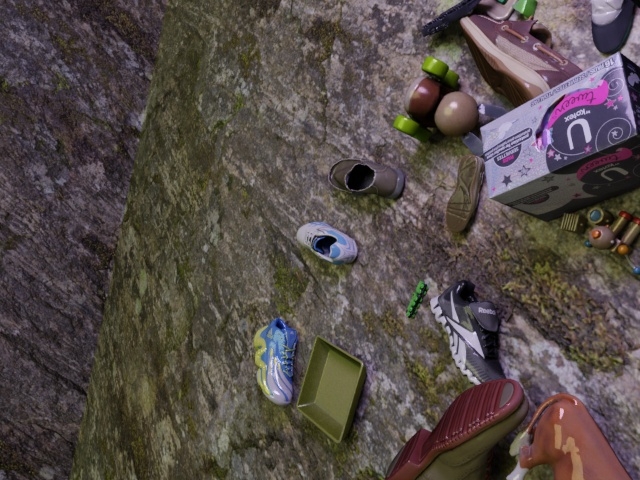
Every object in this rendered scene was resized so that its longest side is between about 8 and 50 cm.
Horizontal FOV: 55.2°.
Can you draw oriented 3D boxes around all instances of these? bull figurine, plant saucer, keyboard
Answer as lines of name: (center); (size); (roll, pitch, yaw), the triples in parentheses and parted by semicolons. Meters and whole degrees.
bull figurine: (0.381, 0.375, 0.852); (0.188, 0.101, 0.310); (-51, 43, 34)
plant saucer: (0.033, 0.335, 1.394); (0.188, 0.045, 0.188); (21, 96, 55)
keyboard: (0.270, -0.470, 1.275); (0.108, 0.023, 0.180); (-45, 15, -13)

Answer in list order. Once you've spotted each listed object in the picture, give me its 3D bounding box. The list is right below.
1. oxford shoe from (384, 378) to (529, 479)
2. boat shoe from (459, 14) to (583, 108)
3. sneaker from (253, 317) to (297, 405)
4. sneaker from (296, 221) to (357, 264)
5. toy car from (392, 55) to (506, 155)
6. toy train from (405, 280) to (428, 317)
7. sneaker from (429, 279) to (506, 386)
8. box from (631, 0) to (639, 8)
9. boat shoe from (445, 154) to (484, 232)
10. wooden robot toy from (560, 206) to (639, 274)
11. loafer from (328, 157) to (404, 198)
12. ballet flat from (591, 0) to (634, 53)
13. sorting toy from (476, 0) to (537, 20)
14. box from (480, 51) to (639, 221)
oxford shoe: (0.249, 0.351, 1.028); (0.130, 0.123, 0.348); (39, 133, 4)
boat shoe: (0.368, -0.342, 1.124); (0.123, 0.123, 0.342); (-30, 38, 9)
sneaker: (-0.107, 0.296, 1.561); (0.126, 0.091, 0.240); (-55, 40, 26)
sneaker: (0.000, 0.000, 1.518); (0.237, 0.086, 0.085); (22, 98, 56)
toy car: (0.270, -0.253, 1.227); (0.188, 0.149, 0.155); (32, 104, 25)
toy train: (0.197, 0.122, 1.264); (0.083, 0.017, 0.024); (-66, 27, 14)
sneaker: (0.277, 0.163, 1.086); (0.106, 0.078, 0.234); (-55, 38, 31)
box: (0.544, -0.362, 0.709); (0.395, 0.293, 0.212); (48, 117, 49)
boat shoe: (0.287, -0.089, 1.196); (0.056, 0.048, 0.153); (14, 97, 43)
wooden robot toy: (0.434, -0.014, 0.929); (0.173, 0.079, 0.076); (43, 114, 51)
loafer: (0.090, -0.156, 1.442); (0.251, 0.087, 0.094); (14, 90, 55)
ballet flat: (0.480, -0.416, 1.008); (0.074, 0.074, 0.203); (16, 92, 55)
sorting toy: (0.365, -0.566, 1.235); (0.196, 0.047, 0.348); (-57, 39, 25)
box: (0.398, -0.145, 0.948); (0.247, 0.163, 0.142); (-27, 56, 47)
